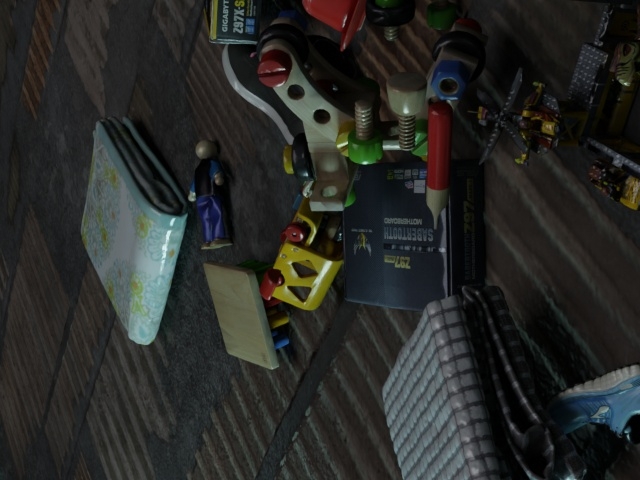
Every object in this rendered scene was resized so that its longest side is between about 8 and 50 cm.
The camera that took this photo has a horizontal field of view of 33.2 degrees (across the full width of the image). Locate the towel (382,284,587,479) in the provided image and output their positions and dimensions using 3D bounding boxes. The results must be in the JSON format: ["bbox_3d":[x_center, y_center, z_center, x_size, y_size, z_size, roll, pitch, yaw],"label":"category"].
[{"bbox_3d":[0.164,0.204,1.158,0.283,0.121,0.235,105,156,-58],"label":"towel"}]

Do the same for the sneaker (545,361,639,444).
[{"bbox_3d":[0.285,0.170,1.059,0.162,0.063,0.073,-40,63,54],"label":"sneaker"}]

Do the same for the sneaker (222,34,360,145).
[{"bbox_3d":[-0.037,-0.246,1.530,0.296,0.105,0.147,50,132,37],"label":"sneaker"}]

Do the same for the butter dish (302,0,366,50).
[{"bbox_3d":[0.014,-0.351,1.370,0.160,0.118,0.160,-81,9,-51],"label":"butter dish"}]

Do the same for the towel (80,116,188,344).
[{"bbox_3d":[-0.377,-0.031,2.143,0.374,0.090,0.320,54,140,42],"label":"towel"}]

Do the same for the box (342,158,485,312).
[{"bbox_3d":[0.110,-0.008,1.338,0.233,0.059,0.183,5,98,59],"label":"box"}]

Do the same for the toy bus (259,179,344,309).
[{"bbox_3d":[-0.003,0.004,1.486,0.202,0.104,0.191,-148,81,-86],"label":"toy bus"}]

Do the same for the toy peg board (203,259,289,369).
[{"bbox_3d":[-0.101,0.106,1.714,0.161,0.079,0.160,9,116,60],"label":"toy peg board"}]

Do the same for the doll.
[{"bbox_3d":[-0.194,-0.082,1.861,0.129,0.046,0.189,-13,82,58],"label":"doll"}]

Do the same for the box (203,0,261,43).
[{"bbox_3d":[-0.124,-0.471,1.572,0.257,0.079,0.322,-105,19,-67],"label":"box"}]

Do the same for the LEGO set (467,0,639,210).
[{"bbox_3d":[0.261,-0.169,0.933,0.255,0.192,0.331,52,136,44],"label":"LEGO set"}]

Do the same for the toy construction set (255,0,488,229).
[{"bbox_3d":[0.070,-0.112,1.191,0.309,0.257,0.237,-112,14,-52],"label":"toy construction set"}]
